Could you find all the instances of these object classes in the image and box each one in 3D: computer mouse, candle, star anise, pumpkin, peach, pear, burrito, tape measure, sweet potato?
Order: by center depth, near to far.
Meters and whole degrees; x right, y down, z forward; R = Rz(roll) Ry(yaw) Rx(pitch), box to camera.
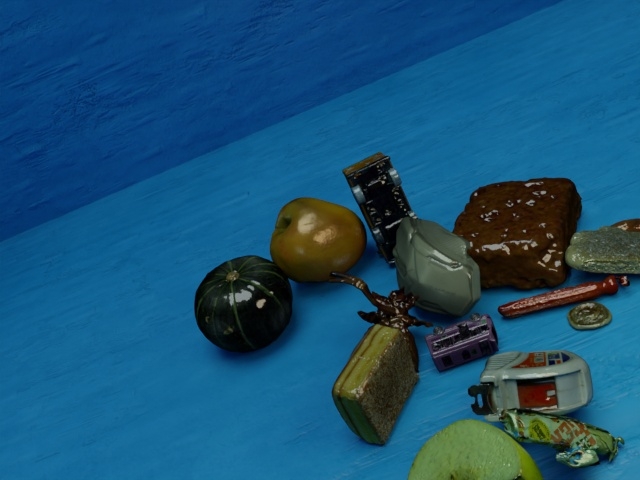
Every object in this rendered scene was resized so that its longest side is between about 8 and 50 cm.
[{"bbox_3d":[0.482,0.396,1.328,0.104,0.288,0.054,-96,29,-43],"label":"burrito"},{"bbox_3d":[0.306,0.485,1.344,0.292,0.159,0.292,-36,21,16],"label":"pear"},{"bbox_3d":[0.459,0.318,1.466,0.246,0.125,0.243,-6,1,18],"label":"tape measure"},{"bbox_3d":[0.626,0.149,1.750,0.329,0.051,0.048,-16,30,15],"label":"candle"},{"bbox_3d":[0.154,0.204,1.813,0.237,0.346,0.148,-42,-3,8],"label":"star anise"},{"bbox_3d":[0.878,-0.036,1.859,0.202,0.055,0.058,-7,63,24],"label":"sweet potato"},{"bbox_3d":[0.293,0.073,1.911,0.145,0.228,0.429,-2,22,-20],"label":"computer mouse"},{"bbox_3d":[-0.236,0.194,2.092,0.323,0.241,0.323,-19,32,12],"label":"pumpkin"},{"bbox_3d":[0.001,0.004,2.205,0.289,0.308,0.289,-51,27,39],"label":"peach"}]

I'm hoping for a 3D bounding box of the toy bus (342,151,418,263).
[{"bbox_3d":[0.203,-0.109,2.169,0.162,0.323,0.194,-26,18,1],"label":"toy bus"}]

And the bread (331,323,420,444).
[{"bbox_3d":[0.134,0.349,1.653,0.110,0.184,0.234,-2,36,39],"label":"bread"}]

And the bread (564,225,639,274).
[{"bbox_3d":[0.778,0.020,1.775,0.287,0.056,0.207,0,30,3],"label":"bread"}]

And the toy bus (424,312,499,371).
[{"bbox_3d":[0.365,0.263,1.725,0.178,0.087,0.098,-22,33,9],"label":"toy bus"}]

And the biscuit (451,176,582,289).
[{"bbox_3d":[0.562,-0.031,1.963,0.343,0.166,0.395,-2,36,29],"label":"biscuit"}]

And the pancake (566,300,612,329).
[{"bbox_3d":[0.672,0.189,1.691,0.108,0.017,0.108,-17,27,9],"label":"pancake"}]
